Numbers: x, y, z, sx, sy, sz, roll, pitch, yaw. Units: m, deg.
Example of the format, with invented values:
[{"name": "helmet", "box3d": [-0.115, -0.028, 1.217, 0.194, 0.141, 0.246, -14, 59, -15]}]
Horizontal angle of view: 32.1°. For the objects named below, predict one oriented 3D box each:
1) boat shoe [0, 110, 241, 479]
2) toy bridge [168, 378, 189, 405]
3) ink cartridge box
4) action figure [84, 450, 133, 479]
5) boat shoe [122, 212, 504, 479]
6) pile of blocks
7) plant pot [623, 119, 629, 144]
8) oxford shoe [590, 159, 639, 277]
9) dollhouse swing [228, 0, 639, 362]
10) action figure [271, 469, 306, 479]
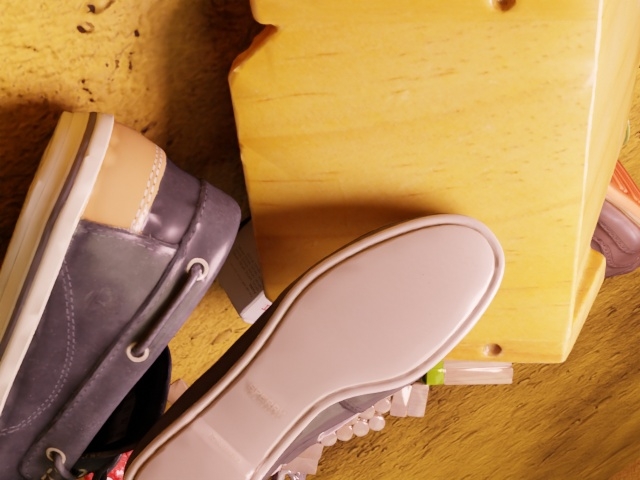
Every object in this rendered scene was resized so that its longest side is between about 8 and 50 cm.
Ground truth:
[{"name": "boat shoe", "box3d": [-0.203, 0.124, 0.871, 0.156, 0.187, 0.500, 19, 125, -15]}, {"name": "toy bridge", "box3d": [-0.121, 0.209, 1.249, 0.026, 0.063, 0.188, -35, 153, 0]}, {"name": "ink cartridge box", "box3d": [0.000, 0.000, 1.040, 0.175, 0.072, 0.127, -43, 151, 15]}, {"name": "action figure", "box3d": [-0.151, 0.297, 1.286, 0.091, 0.139, 0.280, -48, 148, 21]}, {"name": "boat shoe", "box3d": [-0.013, 0.093, 0.823, 0.335, 0.112, 0.095, -40, -176, 3]}, {"name": "pile of blocks", "box3d": [0.063, 0.152, 1.349, 0.362, 0.149, 0.112, -25, -164, 1]}, {"name": "plant pot", "box3d": [0.263, -0.124, 1.142, 0.079, 0.083, 0.083, -21, 151, -2]}, {"name": "oxford shoe", "box3d": [0.324, -0.018, 1.321, 0.132, 0.130, 0.363, -33, 152, 13]}, {"name": "dollhouse swing", "box3d": [0.119, -0.130, 0.900, 0.315, 0.305, 0.347, 1, 133, 8]}, {"name": "action figure", "box3d": [-0.041, 0.352, 1.486, 0.275, 0.141, 0.164, 6, 178, 1]}]
